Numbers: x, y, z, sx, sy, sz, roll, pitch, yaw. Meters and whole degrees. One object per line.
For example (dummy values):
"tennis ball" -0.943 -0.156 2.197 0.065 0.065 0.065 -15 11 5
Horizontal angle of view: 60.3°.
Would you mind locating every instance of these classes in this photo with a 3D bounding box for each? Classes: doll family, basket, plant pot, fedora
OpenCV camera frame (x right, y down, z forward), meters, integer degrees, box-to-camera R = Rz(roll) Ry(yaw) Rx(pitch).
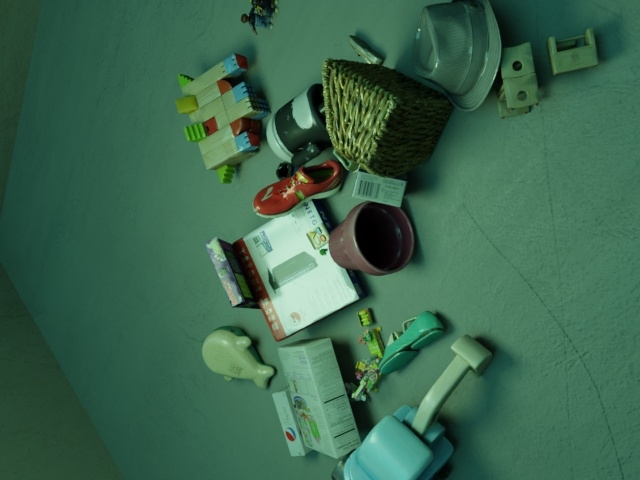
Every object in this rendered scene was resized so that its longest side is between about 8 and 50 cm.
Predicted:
"doll family" -0.190 -0.720 1.651 0.075 0.111 0.193 -10 92 41
"basket" 0.136 -0.291 1.333 0.223 0.299 0.214 37 121 26
"plant pot" 0.121 0.002 1.484 0.180 0.201 0.202 -19 86 57
"fedora" 0.279 -0.426 1.223 0.244 0.124 0.276 108 158 -57

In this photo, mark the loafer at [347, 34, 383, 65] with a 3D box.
"loafer" 0.114 -0.504 1.481 0.125 0.045 0.039 45 130 21

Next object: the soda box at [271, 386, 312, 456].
"soda box" -0.085 0.598 1.833 0.069 0.073 0.216 -23 83 40

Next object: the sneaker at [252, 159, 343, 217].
"sneaker" -0.066 -0.159 1.548 0.107 0.278 0.118 60 166 21

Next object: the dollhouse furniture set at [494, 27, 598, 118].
"dollhouse furniture set" 0.475 -0.349 1.175 0.183 0.129 0.129 -10 93 11

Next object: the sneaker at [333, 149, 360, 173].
"sneaker" 0.109 -0.199 1.511 0.192 0.086 0.064 48 124 23

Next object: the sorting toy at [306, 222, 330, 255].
"sorting toy" 0.000 0.000 1.577 0.062 0.012 0.083 -33 77 18

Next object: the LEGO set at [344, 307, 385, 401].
"LEGO set" 0.123 0.347 1.588 0.132 0.107 0.287 19 110 36

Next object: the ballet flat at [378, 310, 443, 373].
"ballet flat" 0.238 0.273 1.508 0.247 0.083 0.087 -49 43 35

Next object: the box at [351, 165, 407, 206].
"box" 0.152 -0.146 1.413 0.126 0.137 0.072 12 108 2

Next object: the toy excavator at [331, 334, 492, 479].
"toy excavator" 0.250 0.492 1.410 0.222 0.432 0.445 40 149 28

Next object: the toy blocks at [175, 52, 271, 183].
"toy blocks" -0.285 -0.408 1.769 0.260 0.190 0.382 -21 84 29

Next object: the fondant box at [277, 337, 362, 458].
"fondant box" -0.010 0.470 1.681 0.238 0.096 0.331 -24 81 64

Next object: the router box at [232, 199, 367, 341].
"router box" -0.068 0.086 1.656 0.301 0.082 0.336 -30 78 19

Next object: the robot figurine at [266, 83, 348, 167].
"robot figurine" -0.026 -0.326 1.550 0.278 0.209 0.174 -26 98 40

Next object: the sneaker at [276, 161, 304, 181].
"sneaker" -0.112 -0.187 1.702 0.058 0.084 0.152 47 125 23

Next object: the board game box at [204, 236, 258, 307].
"board game box" -0.246 0.113 1.726 0.056 0.347 0.208 -23 79 5

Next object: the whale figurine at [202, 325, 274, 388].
"whale figurine" -0.281 0.408 1.949 0.271 0.141 0.216 28 118 6
